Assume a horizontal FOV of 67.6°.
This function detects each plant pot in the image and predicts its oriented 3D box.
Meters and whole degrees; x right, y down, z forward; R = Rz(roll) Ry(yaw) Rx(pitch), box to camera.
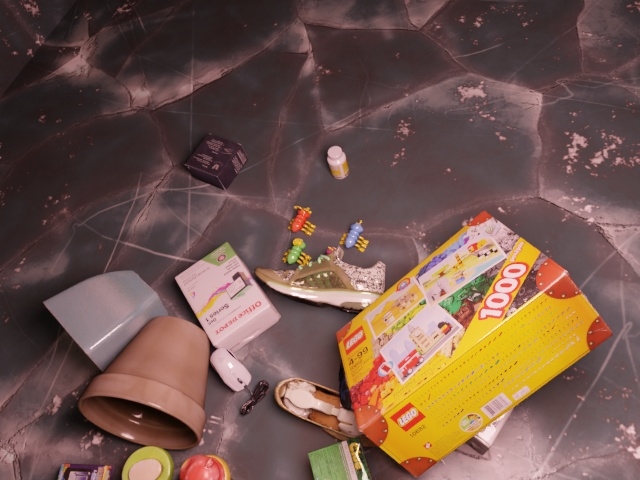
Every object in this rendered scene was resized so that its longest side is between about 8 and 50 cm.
[{"bbox_3d":[-0.615,0.237,1.450,0.248,0.247,0.252,34,60,26],"label":"plant pot"},{"bbox_3d":[-0.439,0.374,1.316,0.324,0.323,0.280,2,47,14],"label":"plant pot"}]

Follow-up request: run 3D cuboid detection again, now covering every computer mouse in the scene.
[{"bbox_3d":[-0.237,0.387,1.348,0.106,0.042,0.193,-43,88,-11],"label":"computer mouse"}]

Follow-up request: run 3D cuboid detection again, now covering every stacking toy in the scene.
[{"bbox_3d":[-0.403,0.658,1.184,0.280,0.130,0.308,17,60,7],"label":"stacking toy"}]

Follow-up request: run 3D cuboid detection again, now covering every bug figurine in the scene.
[{"bbox_3d":[0.000,0.000,1.527,0.279,0.072,0.216,16,67,20],"label":"bug figurine"}]

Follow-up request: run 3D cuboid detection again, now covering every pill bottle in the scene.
[{"bbox_3d":[0.059,-0.267,1.631,0.065,0.116,0.065,-5,61,10],"label":"pill bottle"}]

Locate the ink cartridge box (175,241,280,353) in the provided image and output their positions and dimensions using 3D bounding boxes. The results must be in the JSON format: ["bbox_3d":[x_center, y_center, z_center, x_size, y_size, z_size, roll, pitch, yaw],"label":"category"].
[{"bbox_3d":[-0.285,0.176,1.470,0.201,0.117,0.278,-35,61,-7],"label":"ink cartridge box"}]

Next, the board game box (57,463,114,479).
[{"bbox_3d":[-0.658,0.706,1.309,0.141,0.048,0.170,-2,61,10],"label":"board game box"}]

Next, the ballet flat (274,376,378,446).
[{"bbox_3d":[0.033,0.446,1.253,0.349,0.123,0.123,15,66,20],"label":"ballet flat"}]

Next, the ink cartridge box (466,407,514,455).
[{"bbox_3d":[0.421,0.362,1.160,0.114,0.197,0.272,31,72,26],"label":"ink cartridge box"}]

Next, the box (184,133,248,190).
[{"bbox_3d":[-0.380,-0.290,1.759,0.156,0.093,0.158,23,68,23],"label":"box"}]

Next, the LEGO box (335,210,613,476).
[{"bbox_3d":[0.302,0.211,1.092,0.500,0.193,0.372,-42,19,10],"label":"LEGO box"}]

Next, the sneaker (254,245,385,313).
[{"bbox_3d":[0.011,0.103,1.413,0.411,0.158,0.181,11,76,10],"label":"sneaker"}]

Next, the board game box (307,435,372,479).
[{"bbox_3d":[0.068,0.614,1.124,0.136,0.030,0.259,-19,59,3],"label":"board game box"}]

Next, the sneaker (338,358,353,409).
[{"bbox_3d":[0.091,0.366,1.248,0.081,0.211,0.080,9,106,1],"label":"sneaker"}]
